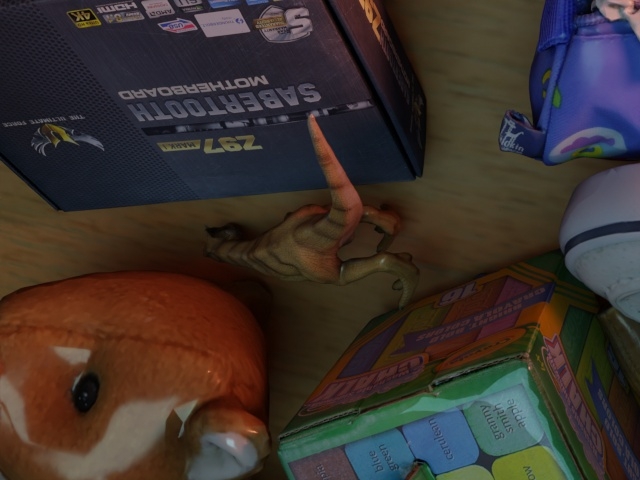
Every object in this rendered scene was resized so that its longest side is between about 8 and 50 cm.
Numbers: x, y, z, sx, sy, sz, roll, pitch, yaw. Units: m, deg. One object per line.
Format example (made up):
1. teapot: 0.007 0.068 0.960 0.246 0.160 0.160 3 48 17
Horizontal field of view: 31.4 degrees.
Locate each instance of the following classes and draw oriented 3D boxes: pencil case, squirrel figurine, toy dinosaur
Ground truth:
1. pencil case: 0.240 -0.077 0.504 0.306 0.133 0.119 8 89 15
2. squirrel figurine: -0.091 0.209 0.676 0.397 0.281 0.370 26 104 -7
3. toy dinosaur: 0.000 0.000 0.602 0.211 0.112 0.064 -25 62 61

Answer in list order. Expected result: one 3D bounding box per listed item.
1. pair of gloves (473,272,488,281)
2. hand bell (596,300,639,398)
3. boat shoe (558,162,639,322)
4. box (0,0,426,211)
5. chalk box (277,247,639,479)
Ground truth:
1. pair of gloves: 0.168 0.072 0.638 0.198 0.023 0.159 -22 99 23
2. hand bell: 0.224 0.126 0.585 0.126 0.126 0.242 -40 90 25
3. boat shoe: 0.272 0.087 0.505 0.367 0.136 0.156 19 72 -2
4. box: -0.079 -0.088 0.587 0.233 0.183 0.059 -3 62 19
5. chalk box: 0.077 0.109 0.550 0.132 0.213 0.132 -22 99 23
